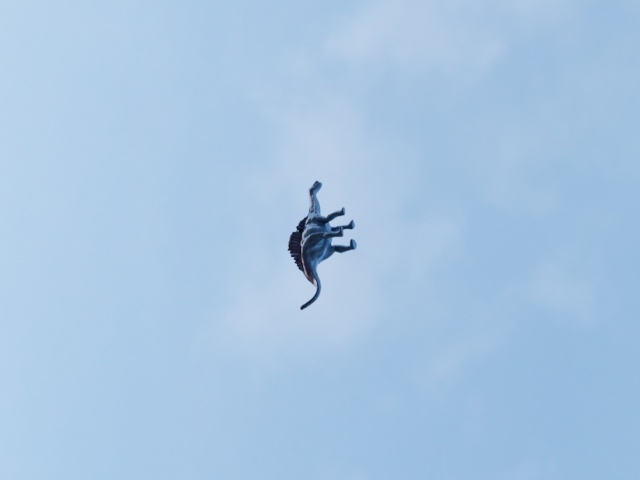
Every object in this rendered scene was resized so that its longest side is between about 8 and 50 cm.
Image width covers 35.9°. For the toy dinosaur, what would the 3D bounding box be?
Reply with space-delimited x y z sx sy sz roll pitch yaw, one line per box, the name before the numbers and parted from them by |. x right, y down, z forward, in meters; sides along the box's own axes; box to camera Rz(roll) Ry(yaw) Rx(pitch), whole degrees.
toy dinosaur | 0.000 0.000 1.230 0.080 0.045 0.197 -14 -130 23
